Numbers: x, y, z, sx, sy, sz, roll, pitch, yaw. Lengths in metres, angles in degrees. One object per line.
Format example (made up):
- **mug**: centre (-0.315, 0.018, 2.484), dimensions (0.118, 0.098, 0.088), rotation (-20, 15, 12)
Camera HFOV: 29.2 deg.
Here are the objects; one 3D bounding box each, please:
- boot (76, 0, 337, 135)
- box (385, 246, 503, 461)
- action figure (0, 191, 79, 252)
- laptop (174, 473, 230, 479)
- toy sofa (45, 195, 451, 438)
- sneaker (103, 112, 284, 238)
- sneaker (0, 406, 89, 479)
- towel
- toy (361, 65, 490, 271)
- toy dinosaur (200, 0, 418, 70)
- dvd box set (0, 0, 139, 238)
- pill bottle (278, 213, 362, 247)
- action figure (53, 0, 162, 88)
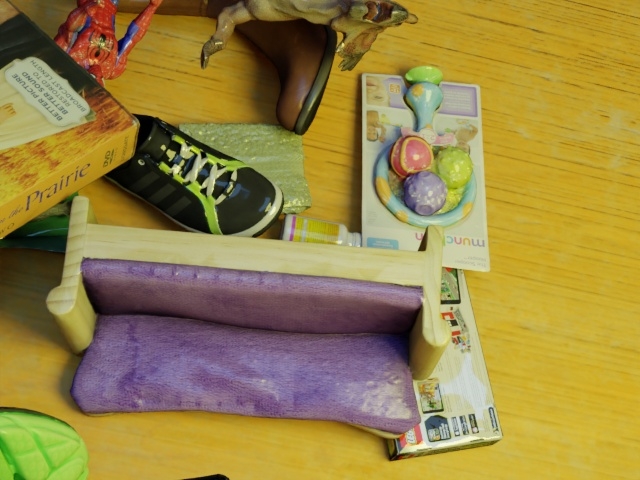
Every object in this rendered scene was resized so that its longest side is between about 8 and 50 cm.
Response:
- **boot**: centre (-0.120, -0.247, 1.324), dimensions (0.280, 0.096, 0.264), rotation (9, 69, -6)
- **box**: centre (0.107, 0.113, 1.261), dimensions (0.114, 0.036, 0.207), rotation (-6, 71, -13)
- **action figure**: centre (-0.357, -0.037, 1.221), dimensions (0.232, 0.063, 0.137), rotation (-9, 74, -10)
- **laptop**: centre (-0.208, 0.413, 0.917), dimensions (0.407, 0.236, 0.382), rotation (-24, 97, -18)
- **toy sofa**: centre (-0.064, 0.076, 1.160), dimensions (0.362, 0.150, 0.177), rotation (5, 69, -1)
- **sneaker**: centre (-0.151, -0.070, 1.222), dimensions (0.234, 0.097, 0.084), rotation (21, 74, 16)
- **sneaker**: centre (-0.431, 0.195, 1.040), dimensions (0.482, 0.185, 0.202), rotation (0, 29, -28)
- **towel**: centre (-0.086, -0.074, 1.301), dimensions (0.148, 0.027, 0.110), rotation (-3, 69, -11)
- **toy**: centre (0.114, -0.088, 1.307), dimensions (0.136, 0.056, 0.237), rotation (5, 58, -8)
- **toy dinosaur**: centre (-0.022, -0.270, 1.250), dimensions (0.200, 0.127, 0.296), rotation (2, 45, -14)
- **dvd box set**: centre (-0.416, -0.091, 1.082), dimensions (0.307, 0.062, 0.420), rotation (43, 53, 14)
- **pill bottle**: centre (0.000, 0.000, 1.279), dimensions (0.083, 0.043, 0.043), rotation (10, 68, -6)
- **action figure**: centre (-0.208, -0.273, 1.239), dimensions (0.091, 0.139, 0.280), rotation (16, 65, -34)
